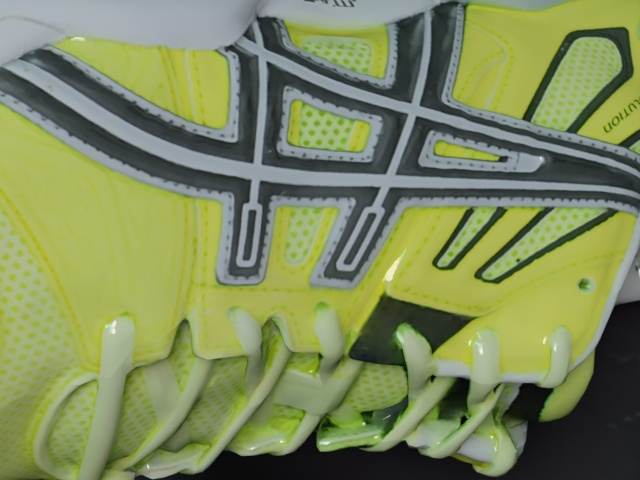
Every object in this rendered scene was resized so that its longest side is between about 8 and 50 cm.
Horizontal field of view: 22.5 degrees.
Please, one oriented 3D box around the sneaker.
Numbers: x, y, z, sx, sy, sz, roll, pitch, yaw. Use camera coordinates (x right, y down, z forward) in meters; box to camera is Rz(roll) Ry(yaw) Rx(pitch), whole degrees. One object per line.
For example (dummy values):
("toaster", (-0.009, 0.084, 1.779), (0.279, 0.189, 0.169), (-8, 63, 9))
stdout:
("sneaker", (0.000, 0.000, 0.453), (0.385, 0.145, 0.147), (-24, 63, -30))
